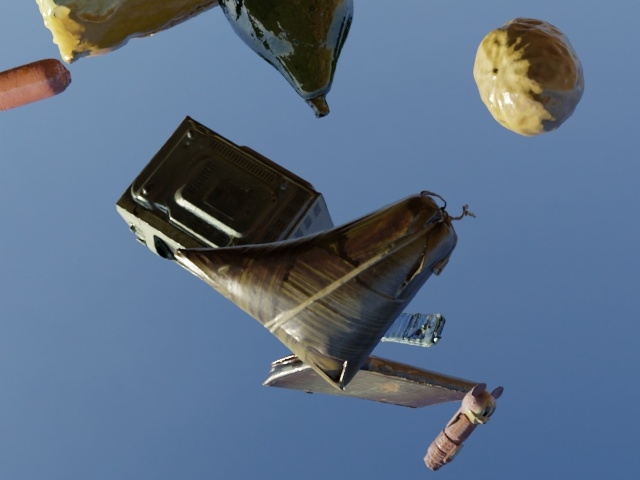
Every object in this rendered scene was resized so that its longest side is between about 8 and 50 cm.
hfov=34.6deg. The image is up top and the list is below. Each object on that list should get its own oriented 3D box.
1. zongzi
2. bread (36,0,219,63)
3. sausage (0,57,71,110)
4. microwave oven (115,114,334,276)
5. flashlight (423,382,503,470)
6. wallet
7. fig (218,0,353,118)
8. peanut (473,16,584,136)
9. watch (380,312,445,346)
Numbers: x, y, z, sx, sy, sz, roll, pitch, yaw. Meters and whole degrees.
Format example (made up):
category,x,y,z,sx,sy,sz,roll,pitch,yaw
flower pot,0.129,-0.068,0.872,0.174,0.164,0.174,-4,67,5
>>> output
category,x,y,z,sx,sy,sz,roll,pitch,yaw
zongzi,0.000,0.000,0.835,0.184,0.187,0.084,38,-162,0
bread,-0.115,-0.332,0.989,0.375,0.237,0.165,-26,-127,-9
sausage,-0.471,-0.248,1.632,0.154,0.062,0.062,-13,-148,16
microwave oven,-0.110,-0.029,1.206,0.205,0.129,0.163,30,-104,20
flashlight,0.143,0.188,1.028,0.052,0.110,0.031,17,-156,-46
wallet,0.060,0.152,1.127,0.232,0.031,0.122,16,156,-35
fig,-0.019,-0.191,0.877,0.117,0.117,0.178,-14,-117,-14
peanut,0.205,-0.171,1.018,0.108,0.095,0.226,39,-157,-5
watch,0.016,0.054,1.525,0.068,0.276,0.274,-52,-159,-19
